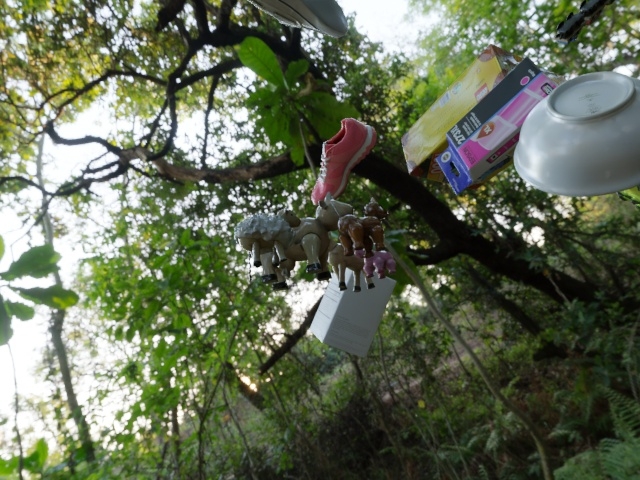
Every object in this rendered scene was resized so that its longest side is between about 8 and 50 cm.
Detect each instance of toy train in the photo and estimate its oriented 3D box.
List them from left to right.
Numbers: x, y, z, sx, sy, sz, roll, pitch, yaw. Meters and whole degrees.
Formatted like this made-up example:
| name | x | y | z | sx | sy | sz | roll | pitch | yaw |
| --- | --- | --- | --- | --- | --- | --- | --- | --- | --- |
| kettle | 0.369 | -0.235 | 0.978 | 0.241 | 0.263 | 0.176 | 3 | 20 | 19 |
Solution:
| name | x | y | z | sx | sy | sz | roll | pitch | yaw |
| --- | --- | --- | --- | --- | --- | --- | --- | --- | --- |
| toy train | 0.414 | -0.352 | 0.622 | 0.158 | 0.027 | 0.036 | -42 | -38 | -7 |

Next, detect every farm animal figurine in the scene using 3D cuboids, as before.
| name | x | y | z | sx | sy | sz | roll | pitch | yaw |
| --- | --- | --- | --- | --- | --- | --- | --- | --- | --- |
| farm animal figurine | 0.000 | 0.000 | 0.865 | 0.327 | 0.172 | 0.330 | -8 | -22 | -5 |

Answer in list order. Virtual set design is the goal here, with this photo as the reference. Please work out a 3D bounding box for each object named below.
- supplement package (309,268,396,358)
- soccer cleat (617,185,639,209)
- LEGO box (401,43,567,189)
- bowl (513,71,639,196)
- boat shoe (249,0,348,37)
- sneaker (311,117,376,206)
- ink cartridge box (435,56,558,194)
| name | x | y | z | sx | sy | sz | roll | pitch | yaw |
| --- | --- | --- | --- | --- | --- | --- | --- | --- | --- |
| supplement package | 0.113 | 0.237 | 1.464 | 0.293 | 0.177 | 0.175 | -66 | 16 | -4 |
| soccer cleat | 0.784 | -0.171 | 1.031 | 0.093 | 0.289 | 0.121 | 21 | -63 | -34 |
| LEGO box | 0.611 | -0.428 | 1.536 | 0.372 | 0.193 | 0.500 | 7 | -29 | -25 |
| bowl | 0.539 | -0.238 | 0.815 | 0.298 | 0.298 | 0.134 | -32 | -51 | 6 |
| boat shoe | -0.062 | -0.492 | 0.839 | 0.258 | 0.095 | 0.084 | 21 | -24 | -29 |
| sneaker | 0.041 | -0.261 | 1.329 | 0.136 | 0.116 | 0.314 | 24 | -72 | -35 |
| ink cartridge box | 0.481 | -0.314 | 1.151 | 0.069 | 0.175 | 0.371 | 17 | -48 | -33 |
